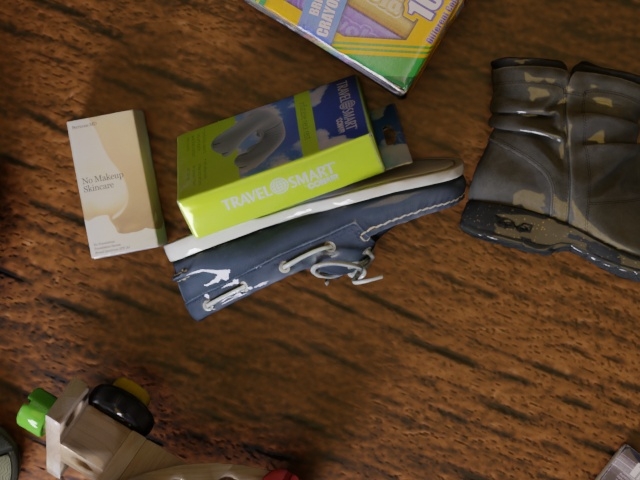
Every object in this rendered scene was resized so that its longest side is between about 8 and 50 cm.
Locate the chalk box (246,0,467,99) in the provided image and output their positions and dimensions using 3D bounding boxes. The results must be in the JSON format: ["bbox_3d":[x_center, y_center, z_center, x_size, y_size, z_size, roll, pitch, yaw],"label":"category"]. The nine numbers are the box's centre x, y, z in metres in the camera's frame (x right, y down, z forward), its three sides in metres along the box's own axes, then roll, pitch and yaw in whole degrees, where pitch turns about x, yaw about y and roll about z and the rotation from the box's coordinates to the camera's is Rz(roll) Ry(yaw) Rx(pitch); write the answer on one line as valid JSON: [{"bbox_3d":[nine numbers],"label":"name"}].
[{"bbox_3d":[0.009,-0.220,1.069,0.213,0.132,0.132,32,96,1],"label":"chalk box"}]

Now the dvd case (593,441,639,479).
[{"bbox_3d":[0.248,0.301,1.136,0.164,0.018,0.221,37,95,1],"label":"dvd case"}]

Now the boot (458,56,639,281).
[{"bbox_3d":[0.239,-0.055,1.089,0.246,0.083,0.161,15,89,2],"label":"boot"}]

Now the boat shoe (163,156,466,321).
[{"bbox_3d":[0.000,0.000,1.099,0.254,0.095,0.079,-18,96,10],"label":"boat shoe"}]

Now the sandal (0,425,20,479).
[{"bbox_3d":[-0.393,0.141,1.152,0.303,0.086,0.120,33,90,-13],"label":"sandal"}]

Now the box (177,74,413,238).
[{"bbox_3d":[-0.024,-0.071,1.091,0.178,0.109,0.042,-19,122,6],"label":"box"}]

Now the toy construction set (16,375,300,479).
[{"bbox_3d":[-0.170,0.224,1.039,0.237,0.309,0.257,38,87,7],"label":"toy construction set"}]

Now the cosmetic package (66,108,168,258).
[{"bbox_3d":[-0.166,-0.047,1.138,0.060,0.041,0.115,-11,92,6],"label":"cosmetic package"}]
